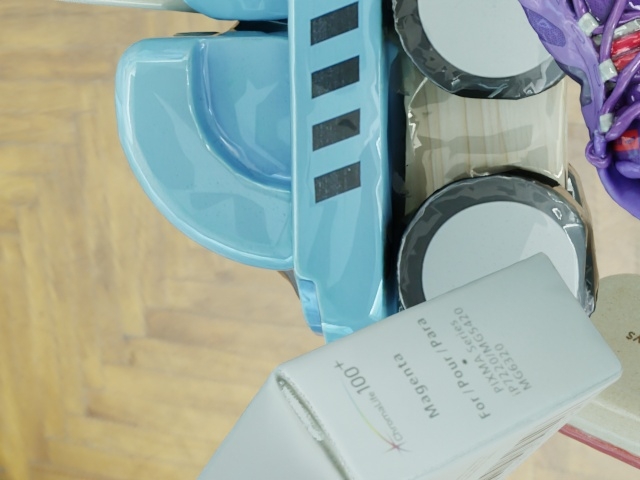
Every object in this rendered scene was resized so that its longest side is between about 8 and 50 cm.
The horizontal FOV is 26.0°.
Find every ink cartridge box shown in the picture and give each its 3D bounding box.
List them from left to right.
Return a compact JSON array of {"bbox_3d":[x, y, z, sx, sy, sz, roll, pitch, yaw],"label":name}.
[{"bbox_3d":[-0.044,0.131,0.527,0.060,0.239,0.275,57,144,19],"label":"ink cartridge box"}]

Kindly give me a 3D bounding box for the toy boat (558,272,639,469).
[{"bbox_3d":[0.285,0.136,1.087,0.231,0.151,0.151,23,150,37],"label":"toy boat"}]

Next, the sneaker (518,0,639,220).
[{"bbox_3d":[0.089,-0.054,0.368,0.068,0.071,0.170,-24,114,37],"label":"sneaker"}]

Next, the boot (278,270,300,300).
[{"bbox_3d":[0.000,0.000,1.203,0.207,0.248,0.090,40,97,-8],"label":"boot"}]

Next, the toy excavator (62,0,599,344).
[{"bbox_3d":[-0.063,-0.142,0.813,0.445,0.222,0.433,0,100,9],"label":"toy excavator"}]
